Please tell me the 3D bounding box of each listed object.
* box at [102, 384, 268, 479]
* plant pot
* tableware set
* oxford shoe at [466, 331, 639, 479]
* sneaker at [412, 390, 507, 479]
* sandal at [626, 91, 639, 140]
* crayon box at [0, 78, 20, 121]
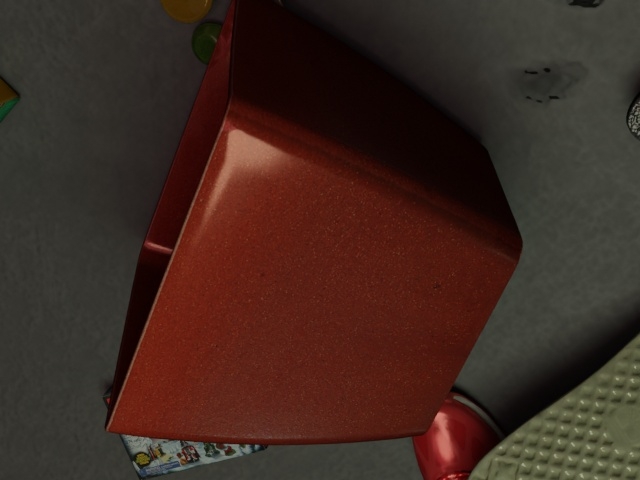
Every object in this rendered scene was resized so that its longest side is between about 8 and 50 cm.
[{"bbox_3d":[-0.125,0.165,1.115,0.137,0.027,0.094,-18,103,19],"label":"box"},{"bbox_3d":[0.000,0.000,0.910,0.235,0.267,0.267,18,116,-12],"label":"plant pot"},{"bbox_3d":[-0.089,-0.224,0.975,0.104,0.024,0.154,-19,105,22],"label":"tableware set"},{"bbox_3d":[0.318,0.135,0.954,0.449,0.169,0.130,-35,143,11],"label":"oxford shoe"},{"bbox_3d":[0.135,0.245,1.027,0.087,0.128,0.221,-24,102,20],"label":"sneaker"},{"bbox_3d":[0.313,-0.129,0.908,0.179,0.040,0.067,-36,104,7],"label":"sandal"},{"bbox_3d":[-0.375,-0.115,0.939,0.165,0.278,0.081,44,111,-4],"label":"crayon box"}]
